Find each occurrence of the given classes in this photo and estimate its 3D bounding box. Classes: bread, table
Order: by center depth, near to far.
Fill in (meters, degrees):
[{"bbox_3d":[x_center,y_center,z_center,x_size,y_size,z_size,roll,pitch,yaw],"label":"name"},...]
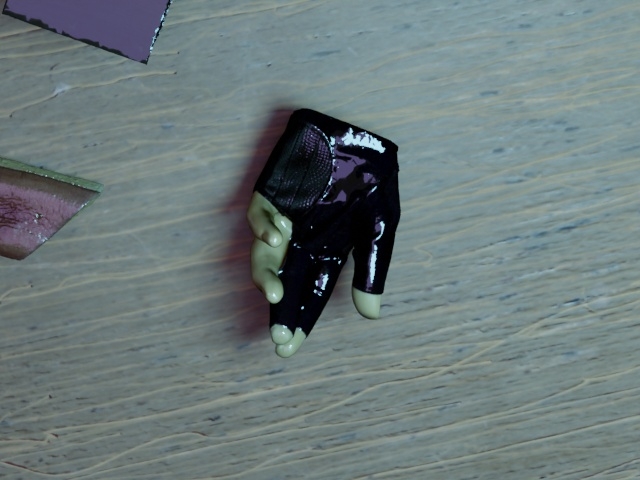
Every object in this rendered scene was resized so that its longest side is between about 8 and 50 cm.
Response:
[{"bbox_3d":[-0.247,-0.313,1.791,0.169,0.193,0.172,20,101,-8],"label":"table"},{"bbox_3d":[-0.375,-0.040,1.908,0.192,0.067,0.119,18,94,-8],"label":"bread"}]

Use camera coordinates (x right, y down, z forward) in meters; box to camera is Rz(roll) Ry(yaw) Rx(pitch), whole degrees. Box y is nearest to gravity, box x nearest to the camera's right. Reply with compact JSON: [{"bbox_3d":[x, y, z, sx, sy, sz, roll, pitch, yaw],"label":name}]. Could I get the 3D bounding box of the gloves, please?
[{"bbox_3d":[0.001,-0.004,1.891,0.197,0.152,0.301,20,76,-1],"label":"gloves"}]
